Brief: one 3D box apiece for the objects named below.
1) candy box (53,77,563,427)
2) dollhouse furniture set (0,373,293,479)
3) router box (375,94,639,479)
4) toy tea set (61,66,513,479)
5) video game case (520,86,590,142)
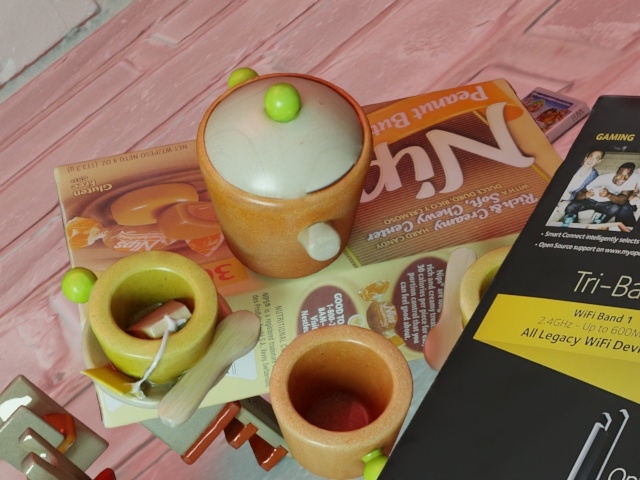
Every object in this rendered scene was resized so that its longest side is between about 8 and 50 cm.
[{"bbox_3d":[0.000,0.000,0.949,0.316,0.088,0.183,-11,36,-9],"label":"candy box"},{"bbox_3d":[-0.154,0.184,1.014,0.259,0.135,0.262,-47,21,4],"label":"dollhouse furniture set"},{"bbox_3d":[0.179,0.069,0.465,0.308,0.081,0.243,8,54,43],"label":"router box"},{"bbox_3d":[0.036,0.032,0.764,0.336,0.124,0.200,24,58,17],"label":"toy tea set"},{"bbox_3d":[0.149,-0.077,1.197,0.122,0.011,0.087,-38,21,-5],"label":"video game case"}]
